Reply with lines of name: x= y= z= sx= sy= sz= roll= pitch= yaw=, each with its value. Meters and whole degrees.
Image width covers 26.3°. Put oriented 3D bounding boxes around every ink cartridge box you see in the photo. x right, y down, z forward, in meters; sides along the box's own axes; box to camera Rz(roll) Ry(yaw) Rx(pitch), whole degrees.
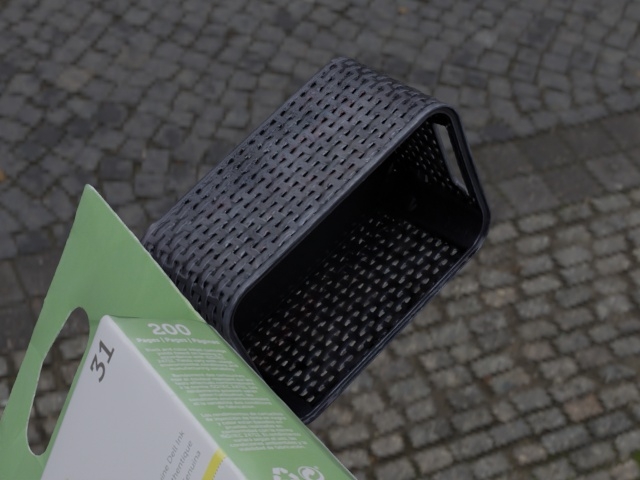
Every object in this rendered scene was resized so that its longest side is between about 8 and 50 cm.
ink cartridge box: x=-0.088 y=0.100 z=0.524 sx=0.056 sy=0.171 sz=0.235 roll=7 pitch=25 yaw=-42

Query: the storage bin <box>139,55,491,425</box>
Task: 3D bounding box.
storage bin: x=0.000 y=0.000 z=0.773 sx=0.180 sy=0.122 sz=0.084 roll=-44 pitch=49 yaw=-17
